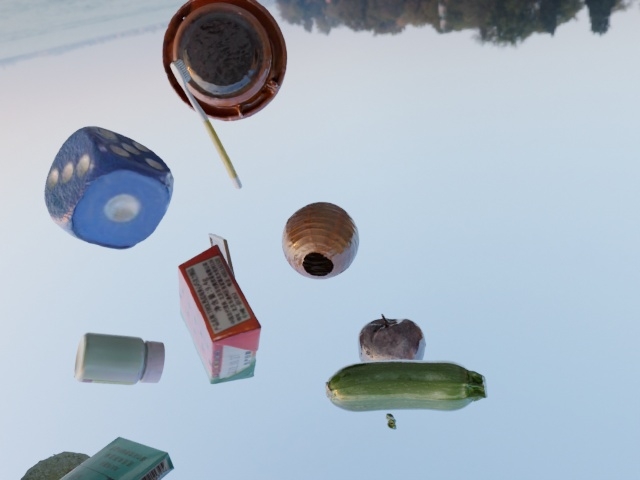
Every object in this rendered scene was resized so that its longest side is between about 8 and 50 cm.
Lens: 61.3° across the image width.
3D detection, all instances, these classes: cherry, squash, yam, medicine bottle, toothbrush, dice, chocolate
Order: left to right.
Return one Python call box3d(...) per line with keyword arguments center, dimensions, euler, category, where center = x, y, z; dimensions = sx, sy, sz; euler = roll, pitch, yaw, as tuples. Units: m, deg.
box3d(center=(-0.638, 0.669, 1.378), dimensions=(0.202, 0.271, 0.201), euler=(20, -138, 8), category="yam")
box3d(center=(-0.322, -0.079, 0.827), dimensions=(0.143, 0.146, 0.146), euler=(21, -162, -49), category="dice")
box3d(center=(-0.573, 0.341, 1.547), dimensions=(0.225, 0.139, 0.139), euler=(12, -168, -28), category="medicine bottle")
box3d(center=(-0.216, -0.219, 1.059), dimensions=(0.021, 0.288, 0.024), euler=(11, -131, 37), category="toothbrush")
box3d(center=(-0.342, 0.254, 1.776), dimensions=(0.161, 0.341, 0.360), euler=(-18, -123, -25), category="chocolate")
box3d(center=(0.192, 0.302, 1.482), dimensions=(0.195, 0.195, 0.195), euler=(-10, -156, 5), category="cherry")
box3d(center=(0.116, 0.199, 0.739), dimensions=(0.219, 0.068, 0.077), euler=(-2, 177, 6), category="squash")

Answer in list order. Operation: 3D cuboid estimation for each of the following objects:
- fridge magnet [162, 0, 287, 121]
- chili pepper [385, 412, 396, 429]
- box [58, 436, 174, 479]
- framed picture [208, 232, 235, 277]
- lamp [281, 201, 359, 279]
box3d(center=(-0.276, -0.531, 1.562), dimensions=(0.363, 0.364, 0.155), euler=(-12, -167, 0), category="fridge magnet")
box3d(center=(0.201, 0.510, 1.516), dimensions=(0.034, 0.030, 0.091), euler=(30, 178, 5), category="chili pepper")
box3d(center=(-0.372, 0.410, 0.863), dimensions=(0.162, 0.042, 0.229), euler=(-6, -162, 41), category="box")
box3d(center=(-0.374, 0.083, 2.069), dimensions=(0.020, 0.211, 0.289), euler=(-14, -169, -20), category="framed picture")
box3d(center=(0.000, 0.000, 0.927), dimensions=(0.136, 0.136, 0.136), euler=(-10, -156, 5), category="lamp")
